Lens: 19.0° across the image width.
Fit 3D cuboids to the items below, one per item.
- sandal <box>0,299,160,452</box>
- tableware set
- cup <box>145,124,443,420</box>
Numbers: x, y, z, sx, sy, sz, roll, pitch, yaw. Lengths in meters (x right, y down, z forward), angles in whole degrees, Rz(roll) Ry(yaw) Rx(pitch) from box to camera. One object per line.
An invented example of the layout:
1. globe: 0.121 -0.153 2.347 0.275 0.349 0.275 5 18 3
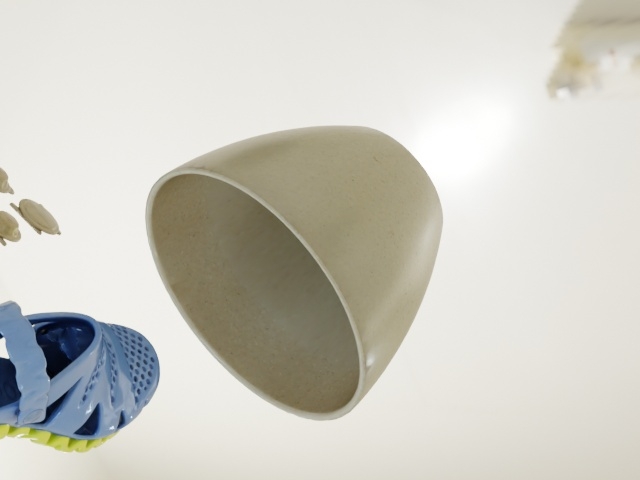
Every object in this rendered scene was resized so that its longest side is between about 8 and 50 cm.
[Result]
1. sandal: -0.242 0.117 1.750 0.138 0.126 0.317 -40 163 25
2. tableware set: -0.411 -0.051 2.465 0.020 0.141 0.169 -47 169 19
3. cup: 0.000 0.000 2.158 0.331 0.331 0.237 16 -135 43
